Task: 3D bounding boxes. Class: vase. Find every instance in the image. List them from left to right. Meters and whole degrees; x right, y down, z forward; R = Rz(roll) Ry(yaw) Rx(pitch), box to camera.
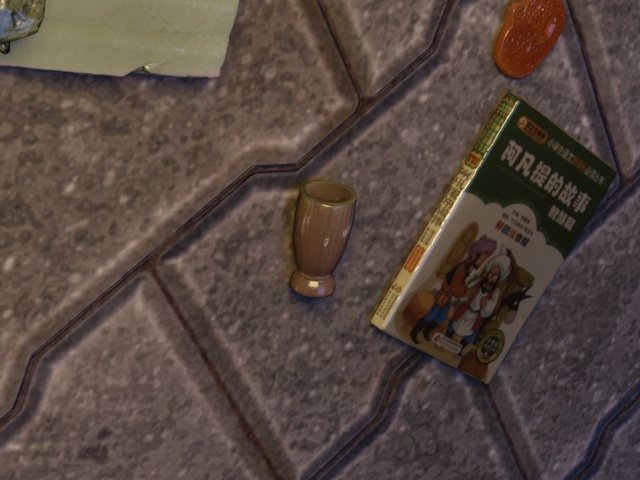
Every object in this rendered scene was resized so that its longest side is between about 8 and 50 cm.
[{"bbox_3d":[0.000,0.000,1.519,0.053,0.053,0.100,-13,125,-37],"label":"vase"}]

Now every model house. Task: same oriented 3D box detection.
[{"bbox_3d":[-0.235,-0.162,1.170,0.083,0.066,0.078,-9,98,-24],"label":"model house"}]

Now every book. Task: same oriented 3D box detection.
[{"bbox_3d":[0.178,0.004,1.698,0.202,0.027,0.264,30,92,-46],"label":"book"}]

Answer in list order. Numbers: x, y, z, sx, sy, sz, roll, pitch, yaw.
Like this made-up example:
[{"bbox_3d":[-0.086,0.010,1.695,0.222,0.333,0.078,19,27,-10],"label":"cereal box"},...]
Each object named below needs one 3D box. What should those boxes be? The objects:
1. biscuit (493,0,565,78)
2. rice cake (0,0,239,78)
[{"bbox_3d":[0.197,-0.201,1.608,0.091,0.015,0.078,-51,135,-8],"label":"biscuit"},{"bbox_3d":[-0.163,-0.181,1.273,0.237,0.043,0.127,2,111,-39],"label":"rice cake"}]
